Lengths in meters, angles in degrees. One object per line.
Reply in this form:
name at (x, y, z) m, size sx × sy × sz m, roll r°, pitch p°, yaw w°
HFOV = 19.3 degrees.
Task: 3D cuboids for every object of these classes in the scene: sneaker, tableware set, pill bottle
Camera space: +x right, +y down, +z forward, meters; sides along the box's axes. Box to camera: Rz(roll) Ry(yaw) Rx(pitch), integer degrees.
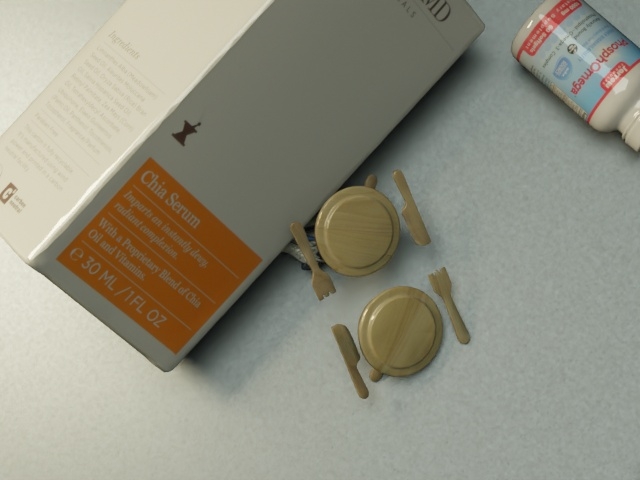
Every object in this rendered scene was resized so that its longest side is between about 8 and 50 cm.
sneaker at (0.000, 0.000, 1.843) m, size 0.135 × 0.052 × 0.058 m, roll -2°, pitch 91°, yaw 14°
tableware set at (0.052, 0.038, 1.798) m, size 0.128 × 0.039 × 0.194 m, roll -27°, pitch 105°, yaw -16°
pill bottle at (0.266, -0.161, 1.806) m, size 0.160 × 0.087 × 0.087 m, roll 43°, pitch 89°, yaw 13°

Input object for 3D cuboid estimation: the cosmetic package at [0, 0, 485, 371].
cosmetic package at (-0.088, -0.126, 1.762) m, size 0.453 × 0.230 × 0.161 m, roll -48°, pitch 45°, yaw -1°
